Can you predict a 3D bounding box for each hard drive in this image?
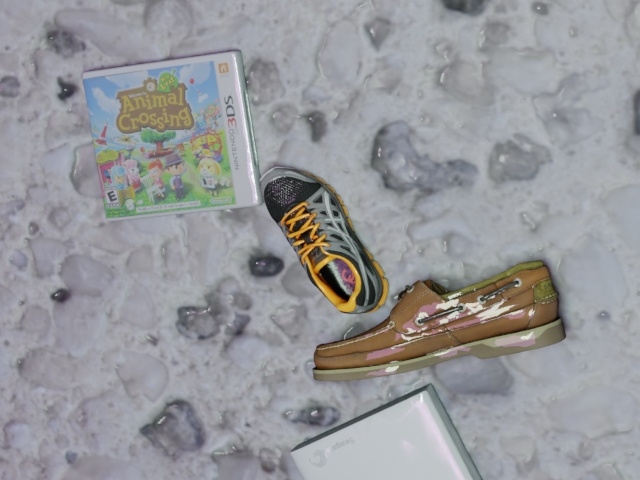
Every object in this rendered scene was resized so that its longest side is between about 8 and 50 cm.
[{"bbox_3d":[0.120,0.356,1.933,0.203,0.040,0.307,-27,92,21],"label":"hard drive"}]

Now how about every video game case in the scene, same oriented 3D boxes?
[{"bbox_3d":[-0.185,-0.128,1.944,0.212,0.023,0.193,-5,99,19],"label":"video game case"}]

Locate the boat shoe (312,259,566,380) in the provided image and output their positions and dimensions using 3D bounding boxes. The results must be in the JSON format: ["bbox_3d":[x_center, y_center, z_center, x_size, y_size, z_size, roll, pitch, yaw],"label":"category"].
[{"bbox_3d":[0.132,0.095,1.849,0.307,0.111,0.104,-13,93,10],"label":"boat shoe"}]

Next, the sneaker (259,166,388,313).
[{"bbox_3d":[0.000,0.000,1.878,0.084,0.083,0.215,-42,85,22],"label":"sneaker"}]
